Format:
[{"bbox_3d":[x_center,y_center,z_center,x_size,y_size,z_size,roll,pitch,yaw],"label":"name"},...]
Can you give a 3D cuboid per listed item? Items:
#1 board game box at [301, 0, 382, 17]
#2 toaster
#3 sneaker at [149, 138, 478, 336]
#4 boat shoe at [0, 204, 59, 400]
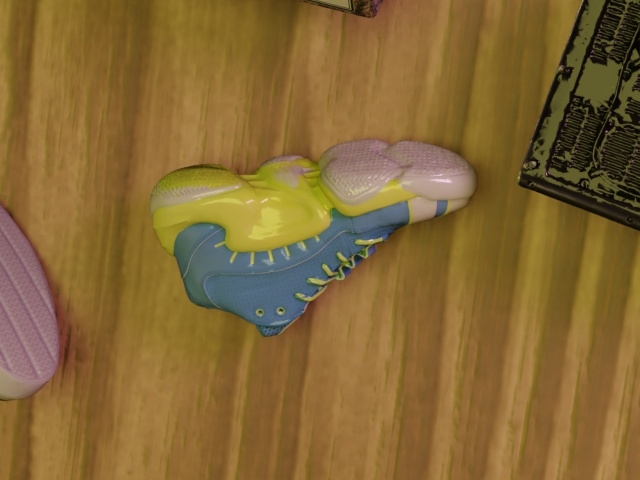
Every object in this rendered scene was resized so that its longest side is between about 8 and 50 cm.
[{"bbox_3d":[-0.060,-0.306,1.110,0.232,0.291,0.141,16,64,15],"label":"board game box"},{"bbox_3d":[0.244,-0.087,1.137,0.185,0.110,0.168,21,100,15],"label":"toaster"},{"bbox_3d":[0.000,0.000,1.244,0.240,0.091,0.126,-3,111,17],"label":"sneaker"},{"bbox_3d":[-0.320,-0.002,1.328,0.119,0.121,0.335,-43,70,23],"label":"boat shoe"}]
